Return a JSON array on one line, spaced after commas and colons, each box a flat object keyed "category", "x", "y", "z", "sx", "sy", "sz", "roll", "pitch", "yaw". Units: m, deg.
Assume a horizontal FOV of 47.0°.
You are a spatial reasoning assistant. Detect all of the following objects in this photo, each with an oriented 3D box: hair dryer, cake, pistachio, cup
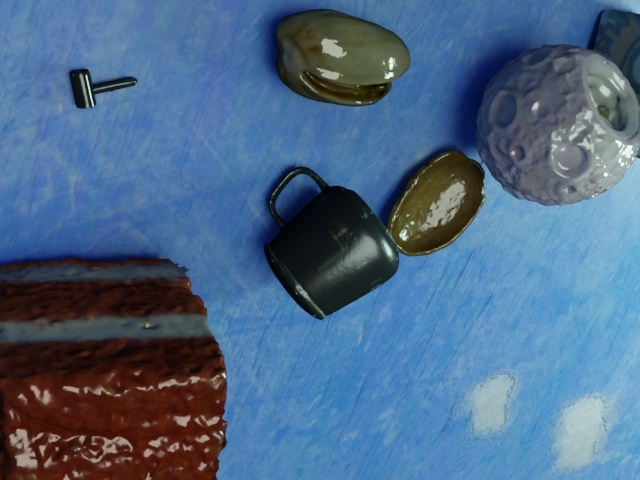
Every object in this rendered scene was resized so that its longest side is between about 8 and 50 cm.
[{"category": "hair dryer", "x": -0.274, "y": -0.199, "z": 0.939, "sx": 0.083, "sy": 0.026, "sz": 0.047, "roll": -17, "pitch": 122, "yaw": -25}, {"category": "cake", "x": -0.289, "y": 0.194, "z": 0.947, "sx": 0.270, "sy": 0.319, "sz": 0.269, "roll": 1, "pitch": 116, "yaw": -24}, {"category": "pistachio", "x": 0.030, "y": -0.256, "z": 1.026, "sx": 0.206, "sy": 0.131, "sz": 0.129, "roll": 0, "pitch": 158, "yaw": -34}, {"category": "cup", "x": 0.000, "y": 0.000, "z": 1.123, "sx": 0.177, "sy": 0.169, "sz": 0.223, "roll": -38, "pitch": 92, "yaw": 2}]

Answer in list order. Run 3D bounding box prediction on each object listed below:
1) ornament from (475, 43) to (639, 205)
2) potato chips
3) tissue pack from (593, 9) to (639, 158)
[{"category": "ornament", "x": 0.368, "y": -0.177, "z": 1.169, "sx": 0.259, "sy": 0.225, "sz": 0.259, "roll": 14, "pitch": 64, "yaw": -32}, {"category": "potato chips", "x": 0.193, "y": -0.062, "z": 1.249, "sx": 0.150, "sy": 0.049, "sz": 0.201, "roll": 36, "pitch": 96, "yaw": -33}, {"category": "tissue pack", "x": 0.582, "y": -0.243, "z": 1.209, "sx": 0.128, "sy": 0.311, "sz": 0.227, "roll": -4, "pitch": 115, "yaw": -27}]
